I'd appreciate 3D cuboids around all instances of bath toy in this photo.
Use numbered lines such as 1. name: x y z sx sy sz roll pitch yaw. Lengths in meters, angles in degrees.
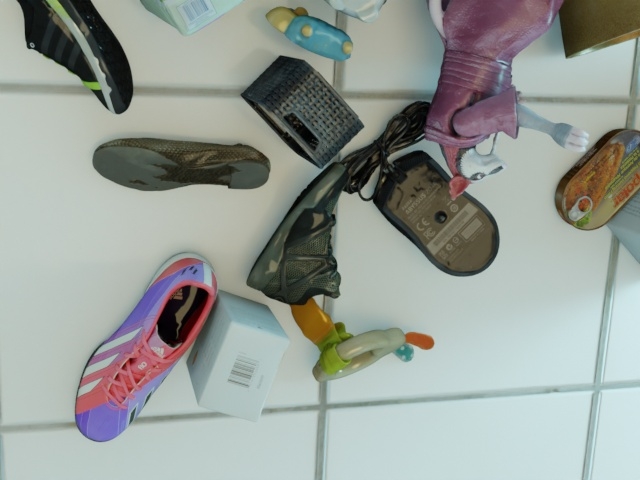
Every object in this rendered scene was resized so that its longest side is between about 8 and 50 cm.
1. bath toy: 0.059 -0.418 1.183 0.151 0.129 0.348 27 109 -19

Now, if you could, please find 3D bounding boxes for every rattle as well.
1. rattle: 0.064 0.138 1.413 0.199 0.143 0.130 -19 141 -26

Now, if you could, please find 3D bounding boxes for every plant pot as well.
1. plant pot: 0.432 -0.420 1.282 0.237 0.237 0.254 -20 94 -10

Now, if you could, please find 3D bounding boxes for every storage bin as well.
1. storage bin: -0.028 -0.179 1.227 0.084 0.180 0.122 -45 110 0

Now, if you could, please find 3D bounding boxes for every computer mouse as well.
1. computer mouse: 0.166 -0.063 1.374 0.188 0.072 0.272 -41 98 0

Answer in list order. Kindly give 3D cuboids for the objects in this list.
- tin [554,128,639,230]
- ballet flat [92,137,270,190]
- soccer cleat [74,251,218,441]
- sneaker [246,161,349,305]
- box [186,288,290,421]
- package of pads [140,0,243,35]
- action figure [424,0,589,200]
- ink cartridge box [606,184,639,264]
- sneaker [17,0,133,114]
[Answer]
1. tin: 0.464 -0.100 1.457 0.189 0.040 0.106 -45 106 -1
2. ballet flat: -0.195 -0.115 1.269 0.249 0.058 0.084 1 139 -10
3. soccer cleat: -0.253 0.164 1.286 0.108 0.116 0.318 33 93 -20
4. sneaker: 0.000 0.000 1.321 0.130 0.087 0.227 31 97 -7
5. box: -0.123 0.162 1.293 0.091 0.170 0.130 19 98 -17
6. package of pads: -0.120 -0.363 1.093 0.229 0.296 0.101 -35 119 -4
7. action figure: 0.214 -0.239 1.233 0.275 0.248 0.370 13 93 -17
8. ink cartridge box: 0.692 -0.089 1.388 0.395 0.285 0.166 -46 112 0
9. sneaker: -0.337 -0.267 1.190 0.097 0.084 0.235 -22 109 17
